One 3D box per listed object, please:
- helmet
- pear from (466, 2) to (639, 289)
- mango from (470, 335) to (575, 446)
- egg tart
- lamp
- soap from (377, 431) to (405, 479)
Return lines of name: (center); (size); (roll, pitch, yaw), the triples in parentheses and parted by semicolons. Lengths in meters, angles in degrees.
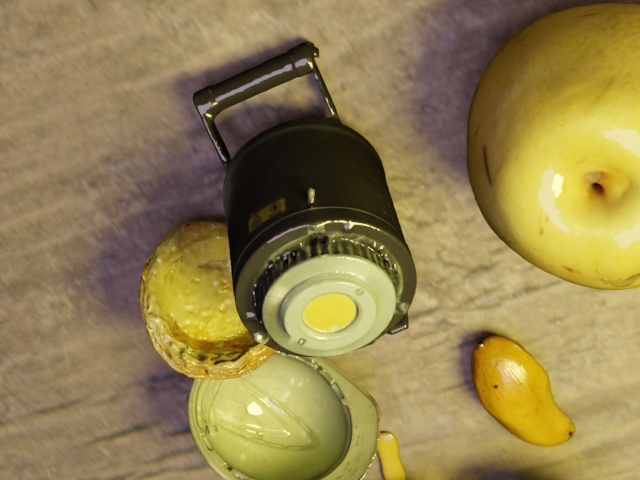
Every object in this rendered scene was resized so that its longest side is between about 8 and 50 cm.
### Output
helmet: (-0.049, 0.252, 1.345); (0.257, 0.137, 0.204); (26, 75, 9)
pear: (0.300, -0.097, 1.046); (0.309, 0.309, 0.309); (4, 114, 9)
mango: (0.260, 0.201, 1.304); (0.098, 0.075, 0.190); (-27, 113, 26)
egg tart: (-0.140, 0.080, 1.281); (0.212, 0.212, 0.090); (40, 152, -8)
lamp: (-0.009, -0.008, 1.144); (0.205, 0.272, 0.374); (-23, 109, 7)
soap: (0.100, 0.311, 1.415); (0.034, 0.012, 0.089); (-8, 112, 14)
